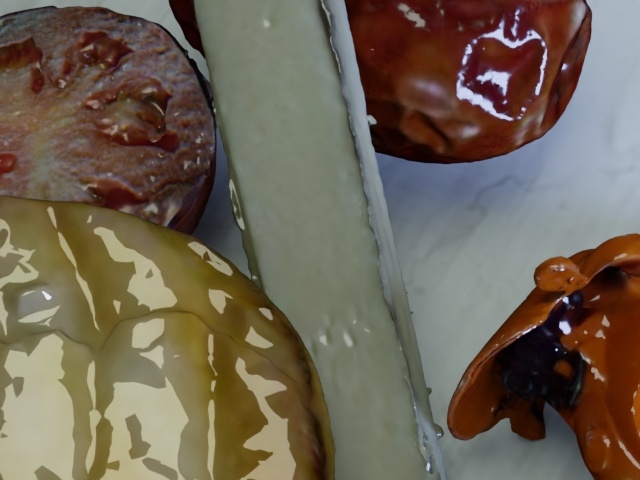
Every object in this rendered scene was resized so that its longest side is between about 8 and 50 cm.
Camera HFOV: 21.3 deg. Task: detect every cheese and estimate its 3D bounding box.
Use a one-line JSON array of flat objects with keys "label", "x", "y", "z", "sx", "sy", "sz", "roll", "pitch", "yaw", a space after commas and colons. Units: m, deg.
[{"label": "cheese", "x": 0.000, "y": 0.001, "z": 0.864, "sx": 0.085, "sy": 0.034, "sz": 0.400, "roll": -17, "pitch": 79, "yaw": 24}]

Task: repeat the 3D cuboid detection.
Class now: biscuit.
[{"label": "biscuit", "x": -0.138, "y": 0.121, "z": 0.801, "sx": 0.296, "sy": 0.102, "sz": 0.296, "roll": 0, "pitch": 67, "yaw": -1}]

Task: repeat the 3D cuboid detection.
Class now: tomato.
[{"label": "tomato", "x": -0.160, "y": -0.036, "z": 0.980, "sx": 0.225, "sy": 0.085, "sz": 0.225, "roll": -5, "pitch": 53, "yaw": 7}]

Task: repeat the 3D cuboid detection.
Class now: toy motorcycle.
[{"label": "toy motorcycle", "x": 0.180, "y": 0.117, "z": 0.803, "sx": 0.221, "sy": 0.147, "sz": 0.325, "roll": 1, "pitch": 47, "yaw": -18}]

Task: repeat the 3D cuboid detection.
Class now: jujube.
[{"label": "jujube", "x": 0.029, "y": -0.137, "z": 0.969, "sx": 0.250, "sy": 0.174, "sz": 0.174, "roll": 27, "pitch": 64, "yaw": 19}]
